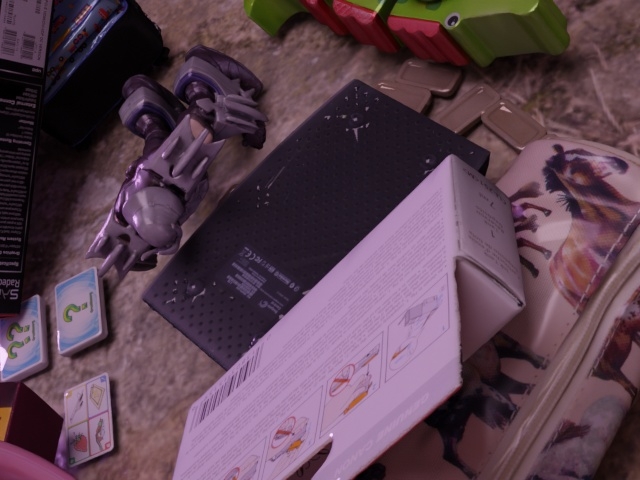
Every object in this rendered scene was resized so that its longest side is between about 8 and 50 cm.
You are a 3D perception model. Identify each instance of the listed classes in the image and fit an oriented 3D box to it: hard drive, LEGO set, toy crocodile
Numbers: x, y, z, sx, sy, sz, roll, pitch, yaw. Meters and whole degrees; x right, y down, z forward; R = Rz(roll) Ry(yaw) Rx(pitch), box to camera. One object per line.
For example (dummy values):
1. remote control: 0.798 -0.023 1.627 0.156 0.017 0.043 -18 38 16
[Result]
1. hard drive: 0.000 0.000 0.941 0.255 0.054 0.172 -47 52 -12
2. LEGO set: -0.267 0.150 1.046 0.182 0.060 0.244 -25 53 18
3. toy crocodile: 0.063 -0.209 1.047 0.340 0.115 0.105 23 80 39

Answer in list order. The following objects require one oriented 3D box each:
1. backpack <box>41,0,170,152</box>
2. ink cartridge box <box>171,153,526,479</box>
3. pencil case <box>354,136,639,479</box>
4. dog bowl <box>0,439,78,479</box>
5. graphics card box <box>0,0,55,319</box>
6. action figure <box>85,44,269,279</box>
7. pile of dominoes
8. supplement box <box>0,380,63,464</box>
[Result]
1. backpack: -0.264 -0.199 1.220 0.158 0.117 0.173 -49 50 -5
2. ink cartridge box: 0.006 0.104 0.705 0.275 0.060 0.239 -45 19 25
3. pencil case: 0.112 0.120 0.778 0.410 0.160 0.183 -56 18 -12
4. dog bowl: -0.261 0.296 0.733 0.150 0.407 0.408 128 149 -52
5. graphics card box: -0.367 -0.121 1.139 0.232 0.094 0.371 7 93 39
6. action figure: -0.118 -0.070 1.017 0.185 0.099 0.285 -39 25 22
7. pile of dominoes: 0.057 -0.041 1.010 0.251 0.040 0.196 -37 50 -6
8. supplement box: -0.317 0.180 0.979 0.188 0.081 0.104 -5 56 17
